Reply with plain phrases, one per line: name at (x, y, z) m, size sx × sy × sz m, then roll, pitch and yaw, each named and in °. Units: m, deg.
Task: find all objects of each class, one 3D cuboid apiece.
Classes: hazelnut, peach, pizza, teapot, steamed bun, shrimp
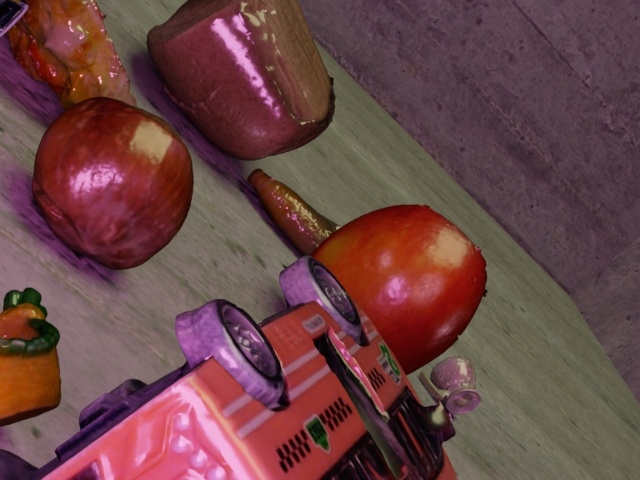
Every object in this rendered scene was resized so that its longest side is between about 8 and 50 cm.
hazelnut at (-0.181, -0.047, 1.330) m, size 0.154 × 0.143 × 0.143 m, roll 60°, pitch 0°, yaw -45°
peach at (0.081, 0.055, 1.708) m, size 0.196 × 0.226 × 0.190 m, roll 30°, pitch 25°, yaw -57°
pizza at (-0.246, -0.168, 1.528) m, size 0.287 × 0.075 × 0.280 m, roll 59°, pitch -17°, yaw 3°
teapot at (0.176, 0.196, 2.040) m, size 0.083 × 0.064 × 0.064 m, roll 6°, pitch 41°, yaw -24°
steamed bun at (-0.113, -0.229, 2.018) m, size 0.251 × 0.199 × 0.301 m, roll 63°, pitch 16°, yaw -17°
shrimp at (0.005, -0.001, 2.007) m, size 0.262 × 0.066 × 0.117 m, roll 50°, pitch 12°, yaw -5°

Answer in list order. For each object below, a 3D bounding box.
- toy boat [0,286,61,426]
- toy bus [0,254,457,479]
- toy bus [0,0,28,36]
toy boat at (-0.208, 0.072, 0.932) m, size 0.229 × 0.089 × 0.088 m, roll 17°, pitch 54°, yaw -82°
toy bus at (-0.045, 0.165, 0.972) m, size 0.233 × 0.203 × 0.427 m, roll 55°, pitch 13°, yaw 4°
toy bus at (-0.356, -0.240, 1.386) m, size 0.101 × 0.088 × 0.175 m, roll 54°, pitch 13°, yaw 19°
